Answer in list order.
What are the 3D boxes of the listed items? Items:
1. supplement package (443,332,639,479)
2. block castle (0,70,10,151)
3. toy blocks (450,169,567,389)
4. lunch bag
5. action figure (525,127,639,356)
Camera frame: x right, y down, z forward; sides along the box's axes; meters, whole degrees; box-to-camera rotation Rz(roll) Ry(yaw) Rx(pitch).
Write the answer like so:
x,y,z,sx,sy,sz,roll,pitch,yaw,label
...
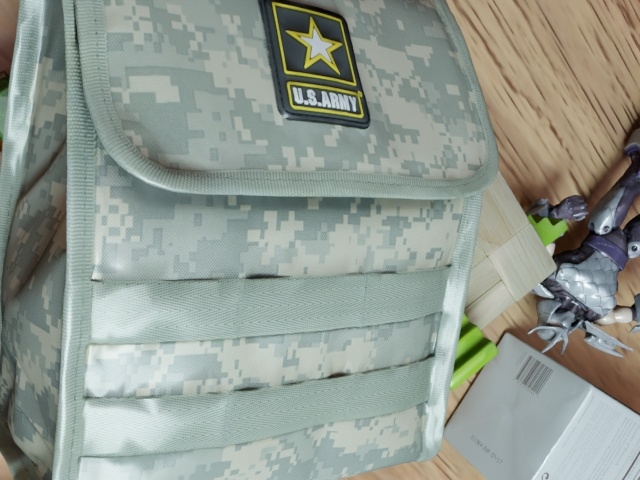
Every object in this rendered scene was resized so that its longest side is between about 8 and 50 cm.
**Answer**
x,y,z,sx,sy,sz,roll,pitch,yaw,label
0.277,0.224,0.822,0.244,0.139,0.133,32,92,-29,supplement package
-0.208,-0.180,0.454,0.453,0.213,0.303,-35,115,-10,block castle
0.000,0.000,0.637,0.381,0.191,0.261,-37,104,-9,toy blocks
-0.040,-0.018,0.420,0.235,0.169,0.287,-1,105,-35,lunch bag
0.297,-0.006,0.782,0.185,0.099,0.285,38,83,-16,action figure
